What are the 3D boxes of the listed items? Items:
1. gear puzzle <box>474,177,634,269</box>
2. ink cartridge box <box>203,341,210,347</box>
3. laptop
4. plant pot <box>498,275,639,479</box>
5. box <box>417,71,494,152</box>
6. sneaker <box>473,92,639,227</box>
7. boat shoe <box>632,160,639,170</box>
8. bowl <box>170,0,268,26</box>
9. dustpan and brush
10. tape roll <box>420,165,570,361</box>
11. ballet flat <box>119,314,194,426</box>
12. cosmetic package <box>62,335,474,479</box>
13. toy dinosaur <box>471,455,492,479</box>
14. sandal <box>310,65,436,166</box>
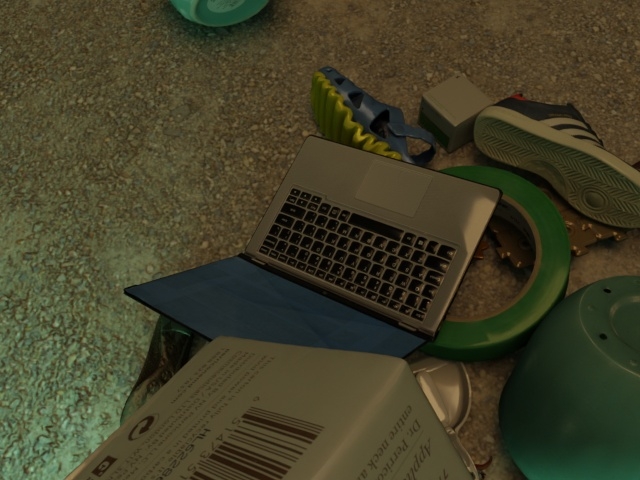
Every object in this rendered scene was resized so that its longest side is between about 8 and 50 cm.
[{"bbox_3d":[0.371,-0.019,1.118,0.339,0.044,0.175,-18,56,-9],"label":"gear puzzle"},{"bbox_3d":[-0.139,0.329,0.838,0.207,0.119,0.353,42,61,-27],"label":"ink cartridge box"},{"bbox_3d":[0.000,0.000,0.945,0.382,0.236,0.408,22,78,30],"label":"laptop"},{"bbox_3d":[0.408,0.190,0.843,0.293,0.235,0.293,0,41,0],"label":"plant pot"},{"bbox_3d":[0.260,-0.248,1.220,0.102,0.087,0.101,-32,65,-16],"label":"box"},{"bbox_3d":[0.452,-0.160,1.109,0.350,0.131,0.148,38,57,21],"label":"sneaker"},{"bbox_3d":[0.665,-0.022,1.072,0.123,0.123,0.342,-33,59,-14],"label":"boat shoe"},{"bbox_3d":[-0.208,-0.568,1.318,0.312,0.311,0.163,-20,82,-9],"label":"bowl"},{"bbox_3d":[0.182,0.269,0.952,0.147,0.060,0.211,-19,62,-9],"label":"dustpan and brush"},{"bbox_3d":[0.236,0.032,1.027,0.321,0.077,0.321,-9,61,15],"label":"tape roll"},{"bbox_3d":[-0.255,0.212,1.004,0.084,0.058,0.249,17,67,-14],"label":"ballet flat"},{"bbox_3d":[-0.034,0.355,0.629,0.327,0.393,0.329,-6,30,50],"label":"cosmetic package"},{"bbox_3d":[0.200,0.345,0.935,0.082,0.047,0.090,22,30,23],"label":"toy dinosaur"},{"bbox_3d":[0.100,-0.214,1.196,0.138,0.126,0.317,-33,73,-20],"label":"sandal"}]
